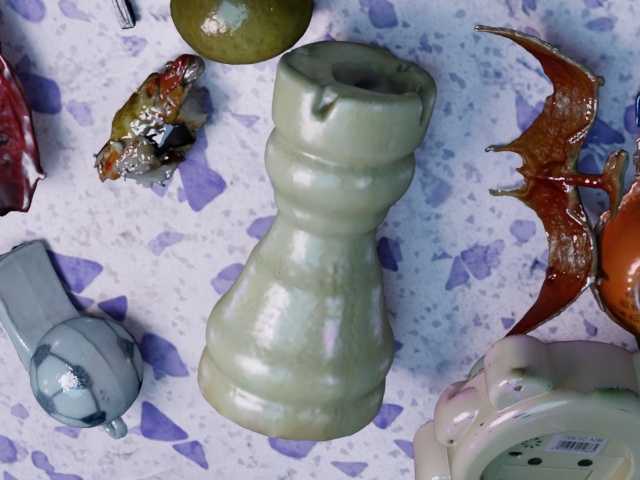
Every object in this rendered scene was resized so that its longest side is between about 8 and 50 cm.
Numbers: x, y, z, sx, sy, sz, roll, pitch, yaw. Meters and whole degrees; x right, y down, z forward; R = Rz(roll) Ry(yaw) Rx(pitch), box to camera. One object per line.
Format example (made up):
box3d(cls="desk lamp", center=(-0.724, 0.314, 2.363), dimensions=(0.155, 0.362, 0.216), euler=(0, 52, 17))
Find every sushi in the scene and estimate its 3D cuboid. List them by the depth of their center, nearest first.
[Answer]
box3d(cls="sushi", center=(-0.201, -0.133, 1.742), dimensions=(0.103, 0.097, 0.226), euler=(35, 125, -5))

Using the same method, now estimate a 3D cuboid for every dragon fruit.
box3d(cls="dragon fruit", center=(-0.491, -0.208, 1.816), dimensions=(0.286, 0.228, 0.329), euler=(4, 102, -18))

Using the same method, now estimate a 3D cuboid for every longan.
box3d(cls="longan", center=(-0.086, -0.260, 1.613), dimensions=(0.155, 0.145, 0.176), euler=(31, 169, 27))

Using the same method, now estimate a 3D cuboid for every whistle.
box3d(cls="whistle", center=(-0.326, 0.145, 1.909), dimensions=(0.163, 0.163, 0.289), euler=(-14, 113, 26))

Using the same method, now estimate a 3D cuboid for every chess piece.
box3d(cls="chess piece", center=(0.000, 0.000, 1.676), dimensions=(0.234, 0.234, 0.442), euler=(17, 119, 10))

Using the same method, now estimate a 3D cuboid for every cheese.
box3d(cls="cheese", center=(0.395, -0.011, 1.578), dimensions=(0.217, 0.129, 0.329), euler=(4, 117, 18))

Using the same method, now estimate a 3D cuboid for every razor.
box3d(cls="razor", center=(-0.255, -0.337, 1.687), dimensions=(0.066, 0.033, 0.190), euler=(-5, 116, 23))

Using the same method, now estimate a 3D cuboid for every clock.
box3d(cls="clock", center=(0.270, 0.222, 1.673), dimensions=(0.284, 0.114, 0.309), euler=(7, 140, -10))

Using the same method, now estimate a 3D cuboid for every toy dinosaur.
box3d(cls="toy dinosaur", center=(0.235, -0.056, 1.589), dimensions=(0.206, 0.113, 0.327), euler=(44, 133, 39))

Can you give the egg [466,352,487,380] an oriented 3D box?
box3d(cls="egg", center=(0.230, 0.172, 1.763), dimensions=(0.110, 0.085, 0.085), euler=(-22, 108, 34))
